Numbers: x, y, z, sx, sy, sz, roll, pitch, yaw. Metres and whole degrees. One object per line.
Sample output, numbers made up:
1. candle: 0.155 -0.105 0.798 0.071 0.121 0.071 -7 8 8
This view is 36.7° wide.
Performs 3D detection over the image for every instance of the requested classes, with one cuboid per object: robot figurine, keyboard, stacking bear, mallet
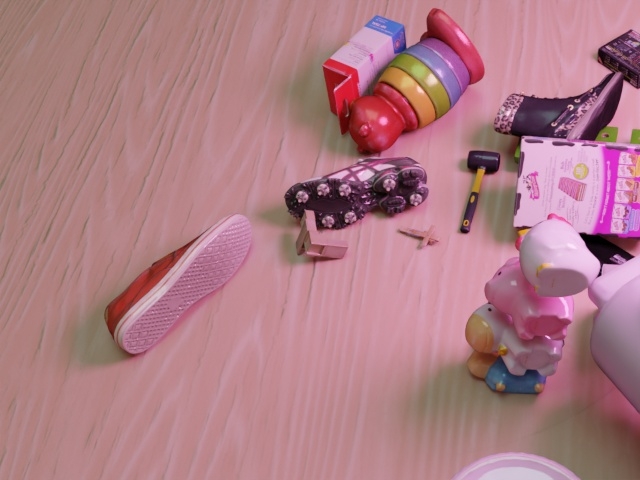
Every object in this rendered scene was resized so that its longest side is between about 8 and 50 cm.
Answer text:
1. robot figurine: 0.504 0.168 1.294 0.200 0.300 0.353 -31 43 -1
2. keyboard: 0.505 0.052 1.651 0.100 0.038 0.192 -21 43 -37
3. stacking bear: 0.173 -0.293 1.928 0.289 0.175 0.164 -42 82 -10
4. mallet: 0.283 -0.095 1.815 0.062 0.039 0.189 14 59 23

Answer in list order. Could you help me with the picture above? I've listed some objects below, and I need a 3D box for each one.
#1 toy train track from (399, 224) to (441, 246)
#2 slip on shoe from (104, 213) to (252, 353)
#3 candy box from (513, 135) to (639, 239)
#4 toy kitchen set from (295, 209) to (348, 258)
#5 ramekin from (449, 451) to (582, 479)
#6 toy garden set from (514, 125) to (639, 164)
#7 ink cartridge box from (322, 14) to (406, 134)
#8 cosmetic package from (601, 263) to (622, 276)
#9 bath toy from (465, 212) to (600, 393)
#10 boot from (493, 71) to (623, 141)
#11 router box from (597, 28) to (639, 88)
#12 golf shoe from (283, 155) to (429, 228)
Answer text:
1. toy train track: 0.184 -0.010 1.777 0.083 0.014 0.048 17 63 31
2. slip on shoe: -0.258 0.062 1.749 0.331 0.123 0.101 -44 51 -17
3. candy box: 0.460 -0.094 1.679 0.233 0.159 0.071 6 12 11
4. toy kitchen set: 0.000 0.000 1.794 0.075 0.068 0.083 6 47 -19
5. ramekin: 0.271 0.417 1.322 0.273 0.127 0.273 -6 50 7
6. toy garden set: 0.484 -0.130 1.792 0.244 0.049 0.204 8 51 18
7. ink cartridge box: 0.082 -0.342 1.997 0.078 0.134 0.231 29 61 30
8. cosmetic package: 0.559 0.115 1.516 0.238 0.127 0.107 6 52 15
9. bath toy: 0.308 0.091 1.445 0.151 0.348 0.129 7 50 -1
10. boot: 0.453 -0.257 1.822 0.179 0.085 0.236 21 54 30
11. router box: 0.640 -0.370 1.964 0.092 0.038 0.122 -31 51 -13
12. golf shoe: 0.067 -0.098 1.837 0.273 0.105 0.120 -8 31 1
